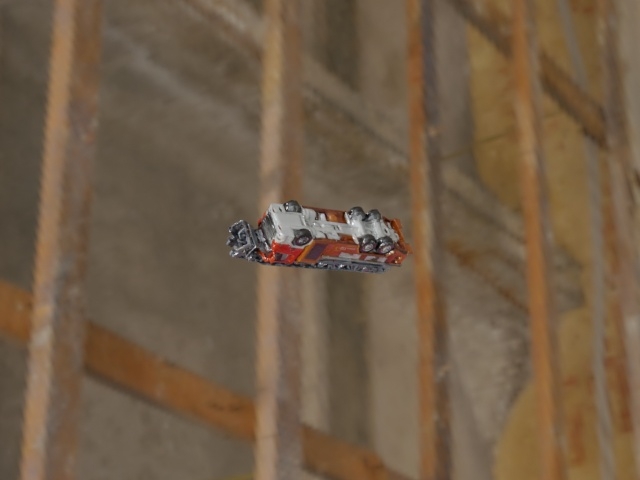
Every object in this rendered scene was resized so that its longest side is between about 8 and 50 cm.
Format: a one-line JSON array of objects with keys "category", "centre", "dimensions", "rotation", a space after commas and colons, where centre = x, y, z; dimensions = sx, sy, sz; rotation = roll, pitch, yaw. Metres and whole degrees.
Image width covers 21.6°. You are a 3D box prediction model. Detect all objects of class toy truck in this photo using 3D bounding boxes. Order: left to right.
[{"category": "toy truck", "centre": [0.000, 0.000, 0.744], "dimensions": [0.083, 0.032, 0.024], "rotation": [6, -129, -33]}]
